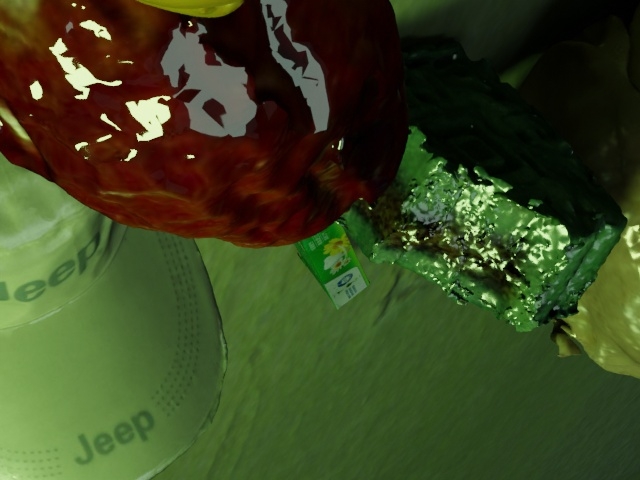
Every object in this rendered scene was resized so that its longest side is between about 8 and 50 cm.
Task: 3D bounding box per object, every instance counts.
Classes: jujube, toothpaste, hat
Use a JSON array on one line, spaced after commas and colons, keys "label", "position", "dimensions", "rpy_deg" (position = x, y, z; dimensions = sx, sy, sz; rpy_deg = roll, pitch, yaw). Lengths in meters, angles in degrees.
[{"label": "jujube", "position": [-0.064, -0.092, 0.864], "dimensions": [0.197, 0.197, 0.290], "rpy_deg": [-40, 148, 6]}, {"label": "toothpaste", "position": [0.000, 0.000, 1.357], "dimensions": [0.037, 0.043, 0.178], "rpy_deg": [-38, 158, -4]}, {"label": "hat", "position": [-0.147, 0.022, 0.987], "dimensions": [0.214, 0.245, 0.149], "rpy_deg": [-33, 179, -15]}]

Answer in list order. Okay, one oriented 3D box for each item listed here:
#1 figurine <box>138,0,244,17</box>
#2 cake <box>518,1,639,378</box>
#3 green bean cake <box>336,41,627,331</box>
[{"label": "figurine", "position": [-0.093, -0.184, 0.600], "dimensions": [0.215, 0.228, 0.215], "rpy_deg": [-9, 152, -5]}, {"label": "cake", "position": [0.263, -0.047, 1.415], "dimensions": [0.321, 0.332, 0.332], "rpy_deg": [-5, 171, 25]}, {"label": "green bean cake", "position": [0.085, -0.032, 1.206], "dimensions": [0.193, 0.208, 0.107], "rpy_deg": [-14, 146, -49]}]
